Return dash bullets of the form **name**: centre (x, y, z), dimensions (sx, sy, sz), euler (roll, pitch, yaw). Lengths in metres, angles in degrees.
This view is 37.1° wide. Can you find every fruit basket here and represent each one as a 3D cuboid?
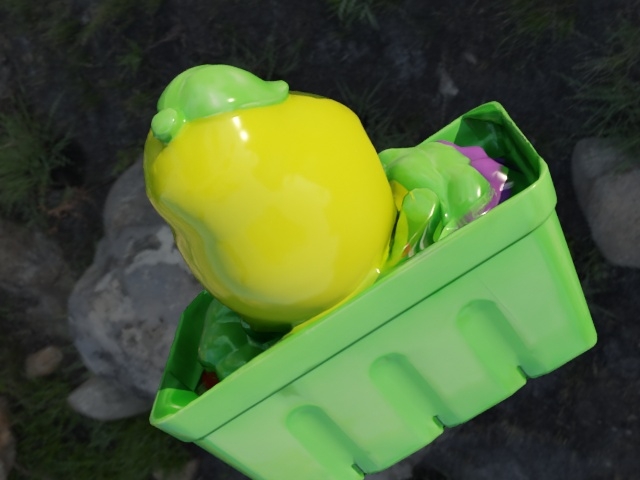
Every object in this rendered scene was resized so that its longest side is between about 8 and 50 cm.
- **fruit basket**: centre (0.000, 0.000, 0.781), dimensions (0.392, 0.283, 0.392), euler (0, 111, 0)
